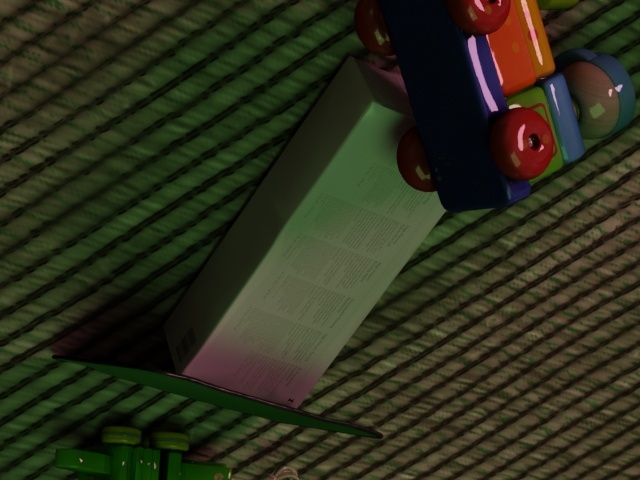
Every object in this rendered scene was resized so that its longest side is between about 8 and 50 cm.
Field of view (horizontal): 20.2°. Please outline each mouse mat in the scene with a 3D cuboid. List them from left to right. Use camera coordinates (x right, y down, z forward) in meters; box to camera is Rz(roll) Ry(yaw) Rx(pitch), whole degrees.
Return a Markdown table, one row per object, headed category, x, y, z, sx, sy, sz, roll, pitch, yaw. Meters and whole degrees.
| category | x | y | z | sx | sy | sz | roll | pitch | yaw |
| --- | --- | --- | --- | --- | --- | --- | --- | --- | --- |
| mouse mat | -0.070 | 0.104 | 1.197 | 0.190 | 0.153 | 0.007 | 21 | 79 | -32 |

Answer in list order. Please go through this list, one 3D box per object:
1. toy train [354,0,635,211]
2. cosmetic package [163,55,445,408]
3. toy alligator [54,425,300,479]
| category | x | y | z | sx | sy | sz | roll | pitch | yaw |
| --- | --- | --- | --- | --- | --- | --- | --- | --- | --- |
| toy train | 0.100 | -0.154 | 1.069 | 0.143 | 0.105 | 0.248 | -24 | 101 | -36 |
| cosmetic package | 0.000 | 0.000 | 1.177 | 0.099 | 0.060 | 0.239 | 21 | 118 | -30 |
| toy alligator | -0.108 | 0.168 | 1.286 | 0.190 | 0.056 | 0.051 | 11 | 165 | -29 |
